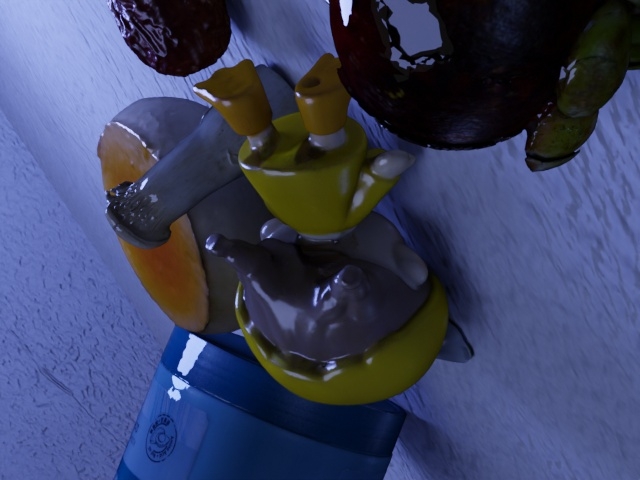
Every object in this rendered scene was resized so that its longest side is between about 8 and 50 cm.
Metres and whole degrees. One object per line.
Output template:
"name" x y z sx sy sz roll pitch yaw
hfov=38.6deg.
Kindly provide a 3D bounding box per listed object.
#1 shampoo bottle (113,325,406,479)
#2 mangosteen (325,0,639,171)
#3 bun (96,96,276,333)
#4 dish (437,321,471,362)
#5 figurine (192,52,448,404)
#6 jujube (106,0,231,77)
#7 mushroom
"shampoo bottle" -0.099 0.322 1.200 0.331 0.342 0.331 21 178 1
"mangosteen" 0.092 -0.117 0.457 0.180 0.166 0.166 22 153 12
"bun" -0.139 -0.041 1.107 0.299 0.165 0.298 37 140 40
"dish" 0.101 0.096 0.978 0.137 0.039 0.091 36 155 44
"figurine" 0.000 0.000 0.850 0.215 0.187 0.343 14 134 40
"jujube" -0.157 -0.242 0.874 0.112 0.109 0.176 -15 113 33
"mushroom" -0.116 -0.078 0.907 0.081 0.223 0.092 49 177 -23
